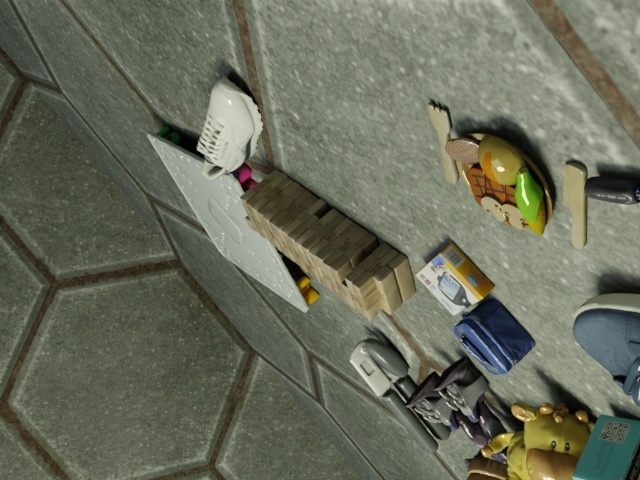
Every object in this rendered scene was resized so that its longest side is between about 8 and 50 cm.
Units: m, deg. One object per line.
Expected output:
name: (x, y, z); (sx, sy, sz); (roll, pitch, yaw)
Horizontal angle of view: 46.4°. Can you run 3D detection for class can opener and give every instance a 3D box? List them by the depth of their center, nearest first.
can opener: (0.167, 0.310, 1.493); (0.283, 0.076, 0.095); (52, 163, -10)

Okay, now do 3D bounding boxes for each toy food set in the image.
toy food set: (0.178, -0.057, 0.760); (0.192, 0.038, 0.132); (34, 157, 41)

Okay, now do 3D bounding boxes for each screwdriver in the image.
screwdriver: (0.283, -0.038, 0.589); (0.170, 0.024, 0.025); (8, 107, 56)

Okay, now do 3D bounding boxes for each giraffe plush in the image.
giraffe plush: (0.322, 0.303, 1.020); (0.170, 0.182, 0.210); (90, 172, -50)

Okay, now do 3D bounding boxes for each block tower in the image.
block tower: (0.000, 0.000, 1.229); (0.335, 0.091, 0.097); (35, 157, 38)

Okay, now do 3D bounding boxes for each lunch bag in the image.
lunch bag: (0.224, 0.129, 0.993); (0.098, 0.065, 0.067); (47, 162, 5)

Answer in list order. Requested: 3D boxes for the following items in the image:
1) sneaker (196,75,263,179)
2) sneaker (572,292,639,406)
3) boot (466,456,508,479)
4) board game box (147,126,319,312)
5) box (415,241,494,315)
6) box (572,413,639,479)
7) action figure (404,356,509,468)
sneaker: (-0.158, -0.178, 1.238); (0.090, 0.095, 0.235); (46, 161, 16)
sneaker: (0.352, 0.184, 0.660); (0.350, 0.148, 0.131); (37, 159, 35)
boot: (0.354, 0.437, 1.115); (0.306, 0.115, 0.112); (21, 151, 5)
board game box: (-0.193, -0.054, 1.651); (0.390, 0.050, 0.389); (30, 153, 48)
box: (0.178, 0.057, 1.020); (0.081, 0.028, 0.136); (47, 161, 7)
box: (0.394, 0.337, 0.936); (0.060, 0.100, 0.244); (2, 132, 45)
action figure: (0.281, 0.327, 1.216); (0.285, 0.099, 0.185); (45, 148, -1)
